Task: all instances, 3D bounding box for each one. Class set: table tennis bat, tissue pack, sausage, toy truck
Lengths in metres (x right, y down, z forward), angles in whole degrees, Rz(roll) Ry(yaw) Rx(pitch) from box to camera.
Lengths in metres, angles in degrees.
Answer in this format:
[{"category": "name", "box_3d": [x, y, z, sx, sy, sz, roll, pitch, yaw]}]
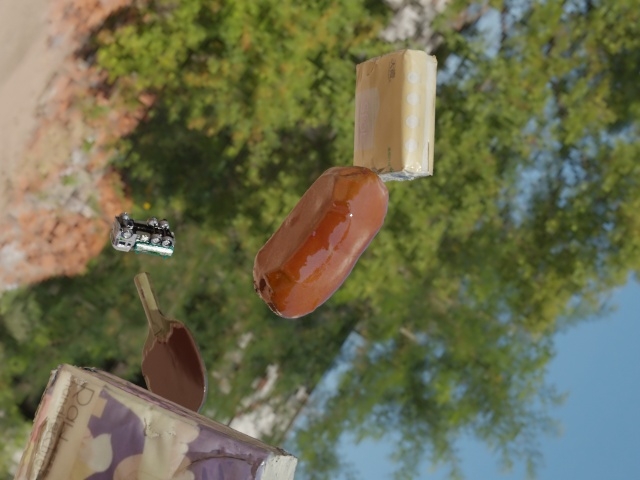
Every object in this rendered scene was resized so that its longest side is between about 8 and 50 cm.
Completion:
[{"category": "table tennis bat", "box_3d": [-0.227, 0.155, 1.849, 0.022, 0.234, 0.131, 1, 149, -46]}, {"category": "tissue pack", "box_3d": [-0.227, 0.325, 1.636, 0.125, 0.343, 0.242, 20, 90, -66]}, {"category": "sausage", "box_3d": [0.002, 0.001, 1.901, 0.258, 0.133, 0.133, -54, -175, 4]}, {"category": "tissue pack", "box_3d": [0.131, -0.218, 2.247, 0.186, 0.090, 0.222, -2, -93, 61]}, {"category": "toy truck", "box_3d": [-0.219, -0.003, 1.570, 0.044, 0.083, 0.039, -60, -146, 32]}]
